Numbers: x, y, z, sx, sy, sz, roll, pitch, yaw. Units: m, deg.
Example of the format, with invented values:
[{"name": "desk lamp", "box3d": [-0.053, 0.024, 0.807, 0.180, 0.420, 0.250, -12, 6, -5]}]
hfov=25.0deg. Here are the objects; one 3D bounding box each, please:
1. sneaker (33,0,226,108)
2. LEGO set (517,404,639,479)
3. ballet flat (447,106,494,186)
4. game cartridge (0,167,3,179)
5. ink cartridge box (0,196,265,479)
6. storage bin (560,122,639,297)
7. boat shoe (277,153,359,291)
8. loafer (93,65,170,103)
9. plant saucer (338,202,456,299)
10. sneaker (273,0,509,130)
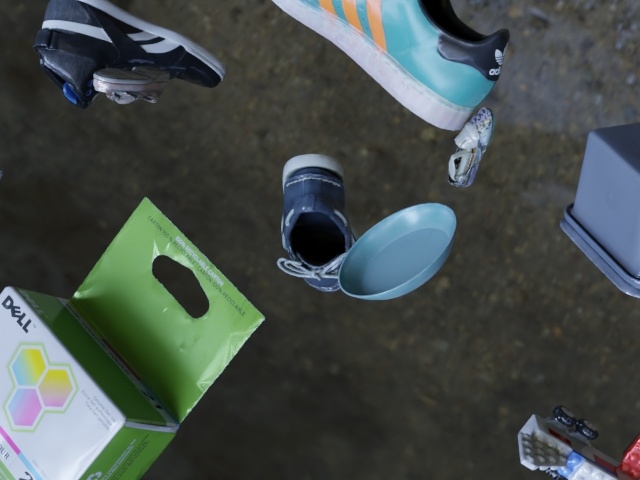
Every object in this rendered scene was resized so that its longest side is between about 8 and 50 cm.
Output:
[{"name": "sneaker", "box3d": [-0.224, -0.192, 1.644, 0.217, 0.121, 0.079, 24, 168, -17]}, {"name": "LEGO set", "box3d": [0.200, 0.154, 0.734, 0.244, 0.060, 0.182, -14, 111, 6]}, {"name": "ballet flat", "box3d": [0.179, -0.110, 1.756, 0.041, 0.041, 0.114, 23, 128, 9]}, {"name": "game cartridge", "box3d": [-0.469, 0.054, 1.459, 0.068, 0.355, 0.230, 30, 172, -41]}, {"name": "ink cartridge box", "box3d": [-0.205, 0.103, 1.304, 0.189, 0.097, 0.255, 44, 101, 27]}, {"name": "storage bin", "box3d": [0.261, -0.031, 1.145, 0.098, 0.135, 0.091, -9, 123, -16]}, {"name": "boat shoe", "box3d": [0.000, 0.000, 1.631, 0.095, 0.079, 0.254, 2, 150, 0]}, {"name": "loafer", "box3d": [-0.195, -0.156, 1.495, 0.045, 0.125, 0.039, 19, 106, 19]}, {"name": "plant saucer", "box3d": [0.071, 0.014, 1.268, 0.119, 0.119, 0.021, -13, 124, 37]}, {"name": "sneaker", "box3d": [0.054, -0.245, 1.409, 0.302, 0.108, 0.121, 39, 119, 5]}]
